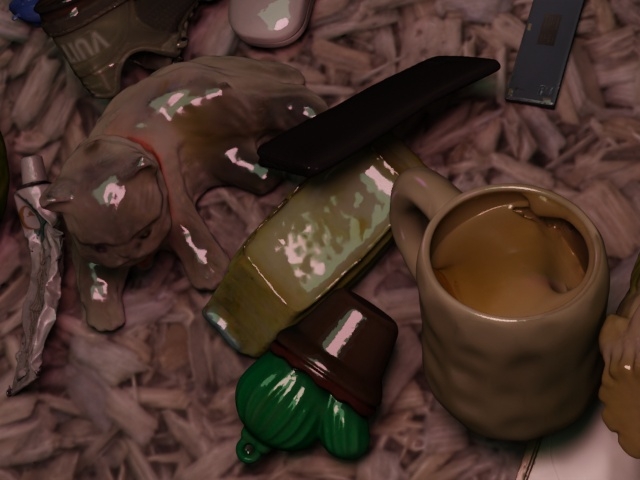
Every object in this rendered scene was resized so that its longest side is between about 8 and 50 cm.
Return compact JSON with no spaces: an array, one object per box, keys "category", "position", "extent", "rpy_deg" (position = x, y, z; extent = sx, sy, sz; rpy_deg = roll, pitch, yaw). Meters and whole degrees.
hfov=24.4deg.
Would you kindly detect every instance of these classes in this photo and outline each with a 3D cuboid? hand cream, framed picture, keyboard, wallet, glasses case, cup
[{"category":"hand cream","position":[-0.305,0.033,1.576],"extent":[0.084,0.050,0.257],"rpy_deg":[-25,62,51]},{"category":"framed picture","position":[0.296,0.208,1.394],"extent":[0.201,0.010,0.136],"rpy_deg":[16,72,19]},{"category":"keyboard","position":[0.246,-0.223,1.580],"extent":[0.055,0.014,0.176],"rpy_deg":[12,71,18]},{"category":"wallet","position":[0.058,-0.132,1.504],"extent":[0.244,0.025,0.124],"rpy_deg":[-29,21,-21]},{"category":"glasses case","position":[-0.042,-0.325,1.666],"extent":[0.092,0.059,0.233],"rpy_deg":[5,70,16]},{"category":"cup","position":[0.142,0.057,1.373],"extent":[0.255,0.202,0.173],"rpy_deg":[23,57,25]}]

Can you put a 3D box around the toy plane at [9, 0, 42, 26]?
[{"category":"toy plane","position":[-0.284,-0.279,1.716],"extent":[0.167,0.054,0.062],"rpy_deg":[-3,42,13]}]

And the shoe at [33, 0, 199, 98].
[{"category":"shoe","position":[-0.178,-0.259,1.655],"extent":[0.293,0.149,0.109],"rpy_deg":[-35,28,-32]}]

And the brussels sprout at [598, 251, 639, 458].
[{"category":"brussels sprout","position":[0.395,0.085,1.285],"extent":[0.273,0.243,0.316],"rpy_deg":[31,57,2]}]

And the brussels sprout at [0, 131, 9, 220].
[{"category":"brussels sprout","position":[-0.463,-0.048,1.583],"extent":[0.271,0.210,0.219],"rpy_deg":[-43,59,12]}]

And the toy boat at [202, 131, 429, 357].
[{"category":"toy boat","position":[-0.001,0.000,1.503],"extent":[0.276,0.084,0.111],"rpy_deg":[-43,82,-7]}]

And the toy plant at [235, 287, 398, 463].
[{"category":"toy plant","position":[-0.003,0.148,1.446],"extent":[0.143,0.105,0.200],"rpy_deg":[34,98,5]}]

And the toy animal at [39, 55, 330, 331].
[{"category":"toy animal","position":[-0.146,-0.092,1.537],"extent":[0.308,0.188,0.266],"rpy_deg":[-18,56,11]}]
